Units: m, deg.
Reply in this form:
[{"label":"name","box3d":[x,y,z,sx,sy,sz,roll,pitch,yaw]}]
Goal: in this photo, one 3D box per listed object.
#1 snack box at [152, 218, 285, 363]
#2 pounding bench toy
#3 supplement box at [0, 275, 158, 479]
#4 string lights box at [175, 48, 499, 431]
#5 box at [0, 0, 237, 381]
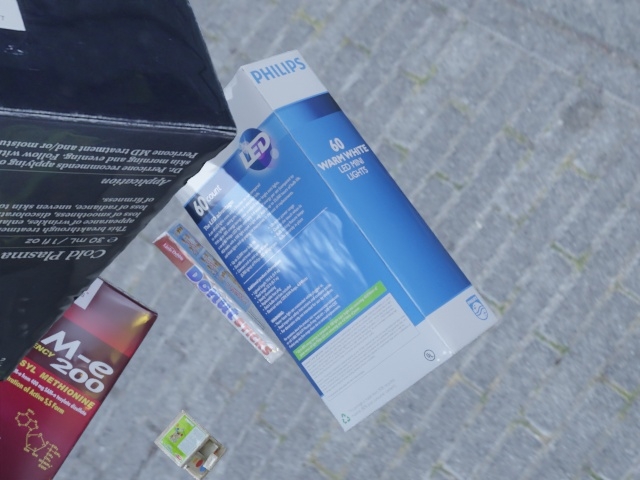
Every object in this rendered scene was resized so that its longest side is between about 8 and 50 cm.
[{"label":"snack box","box3d":[-0.102,0.053,1.296,0.022,0.064,0.178,-42,96,14]},{"label":"pounding bench toy","box3d":[-0.145,0.258,1.474,0.083,0.065,0.052,35,78,33]},{"label":"supplement box","box3d":[-0.268,0.134,1.136,0.130,0.073,0.239,33,83,-7]},{"label":"string lights box","box3d":[0.000,0.000,0.934,0.133,0.077,0.259,-41,81,39]},{"label":"box","box3d":[-0.285,-0.054,0.677,0.312,0.343,0.179,-42,59,39]}]
